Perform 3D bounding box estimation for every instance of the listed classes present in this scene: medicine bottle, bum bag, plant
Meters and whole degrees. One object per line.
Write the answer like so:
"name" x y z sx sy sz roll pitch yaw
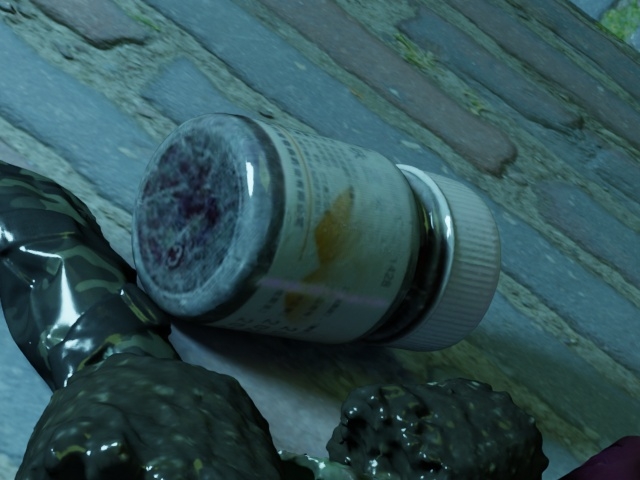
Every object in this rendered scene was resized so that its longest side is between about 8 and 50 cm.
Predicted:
"medicine bottle" 0.000 0.000 1.553 0.273 0.165 0.165 11 34 -40
"bum bag" -0.165 0.051 1.344 0.144 0.095 0.340 28 22 -52
"plant" -0.104 0.204 1.067 0.182 0.194 0.320 18 23 -8
"plant" 0.055 0.175 1.351 0.203 0.131 0.142 -7 52 -40

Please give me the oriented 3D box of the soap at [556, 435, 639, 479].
"soap" 0.236 0.270 1.425 0.220 0.127 0.325 46 26 17
